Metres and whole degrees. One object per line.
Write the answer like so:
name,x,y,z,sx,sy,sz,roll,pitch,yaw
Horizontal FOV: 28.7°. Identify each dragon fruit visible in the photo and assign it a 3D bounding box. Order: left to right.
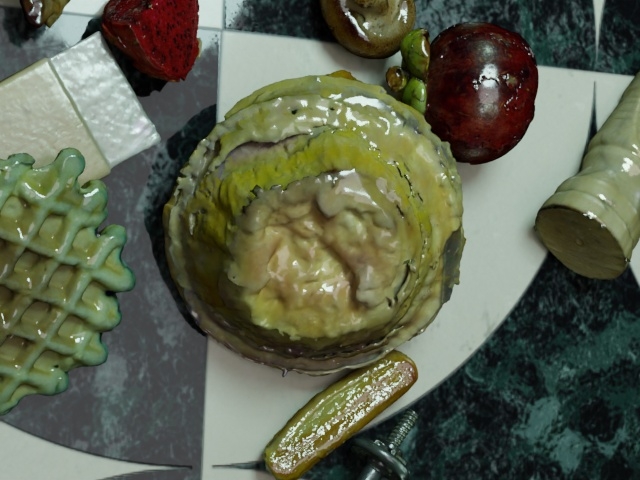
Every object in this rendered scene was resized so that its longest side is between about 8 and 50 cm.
dragon fruit,-0.186,-0.222,1.359,0.162,0.083,0.106,-71,146,-51

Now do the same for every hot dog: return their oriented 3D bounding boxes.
hot dog,0.020,0.201,1.462,0.216,0.047,0.066,-38,89,-16

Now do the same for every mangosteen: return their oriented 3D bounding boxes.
mangosteen,0.160,-0.175,1.456,0.180,0.166,0.166,12,86,-10

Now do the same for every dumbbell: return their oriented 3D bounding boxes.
dumbbell,0.038,0.300,1.444,0.110,0.110,0.254,42,71,-16

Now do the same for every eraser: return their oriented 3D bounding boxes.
eraser,-0.347,-0.078,1.304,0.343,0.078,0.144,-33,103,-17

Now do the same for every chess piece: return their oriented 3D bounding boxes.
chess piece,0.391,-0.102,1.575,0.137,0.137,0.301,43,65,-16

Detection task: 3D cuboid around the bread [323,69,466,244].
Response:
bread,0.053,-0.061,1.457,0.139,0.077,0.271,-38,105,-14

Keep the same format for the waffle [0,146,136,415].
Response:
waffle,-0.337,0.055,1.264,0.309,0.056,0.292,-24,128,-24

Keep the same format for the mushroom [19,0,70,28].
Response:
mushroom,-0.377,-0.249,1.154,0.356,0.334,0.331,-8,83,-13

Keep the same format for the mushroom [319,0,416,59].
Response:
mushroom,0.054,-0.271,1.454,0.109,0.085,0.126,-25,98,-54

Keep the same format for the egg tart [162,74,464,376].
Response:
egg tart,0.000,0.000,1.354,0.352,0.150,0.352,-1,108,-3
